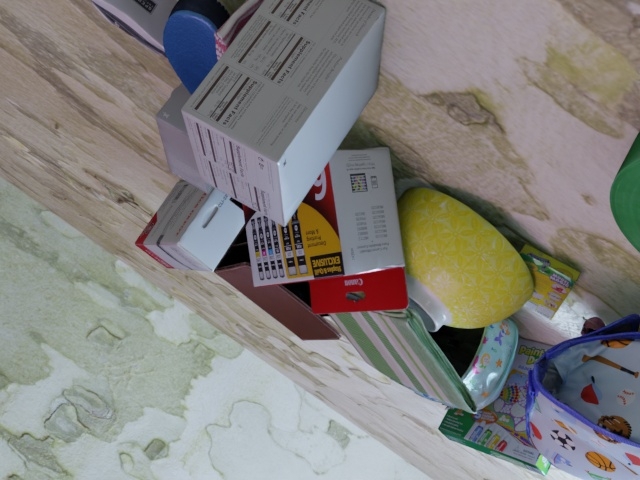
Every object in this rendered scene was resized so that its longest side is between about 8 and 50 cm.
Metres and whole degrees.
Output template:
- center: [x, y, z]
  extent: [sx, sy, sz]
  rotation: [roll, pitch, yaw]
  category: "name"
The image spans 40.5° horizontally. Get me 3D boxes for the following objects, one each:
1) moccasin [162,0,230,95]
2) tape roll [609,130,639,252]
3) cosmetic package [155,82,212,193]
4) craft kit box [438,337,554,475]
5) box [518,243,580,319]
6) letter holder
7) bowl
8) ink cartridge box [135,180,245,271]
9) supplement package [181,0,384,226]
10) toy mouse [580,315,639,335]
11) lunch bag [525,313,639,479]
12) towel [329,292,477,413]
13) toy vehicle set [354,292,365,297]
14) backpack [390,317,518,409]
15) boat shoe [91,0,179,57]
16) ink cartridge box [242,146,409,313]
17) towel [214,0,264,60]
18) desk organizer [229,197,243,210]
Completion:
- center: [-0.156, -0.284, 1.338]
  extent: [0.138, 0.116, 0.342]
  rotation: [24, 164, 9]
  category: "moccasin"
- center: [0.500, -0.027, 0.992]
  extent: [0.321, 0.077, 0.321]
  rotation: [29, 161, 11]
  category: "tape roll"
- center: [-0.228, -0.202, 1.645]
  extent: [0.107, 0.127, 0.238]
  rotation: [31, 163, 6]
  category: "cosmetic package"
- center: [0.394, 0.319, 1.746]
  extent: [0.250, 0.246, 0.061]
  rotation: [9, 148, 49]
  category: "craft kit box"
- center: [0.374, 0.068, 1.479]
  extent: [0.105, 0.043, 0.179]
  rotation: [29, 163, 13]
  category: "box"
- center: [-0.067, 0.096, 2.086]
  extent: [0.302, 0.152, 0.214]
  rotation: [40, 158, -19]
  category: "letter holder"
- center: [0.202, 0.062, 1.493]
  extent: [0.289, 0.156, 0.289]
  rotation: [39, 164, 14]
  category: "bowl"
- center: [-0.297, -0.038, 2.043]
  extent: [0.114, 0.197, 0.273]
  rotation: [40, 160, -25]
  category: "ink cartridge box"
- center: [-0.043, -0.189, 1.167]
  extent: [0.145, 0.262, 0.204]
  rotation: [30, 161, 11]
  category: "supplement package"
- center: [0.505, 0.166, 1.509]
  extent: [0.161, 0.031, 0.143]
  rotation: [26, 161, -10]
  category: "toy mouse"
- center: [0.527, 0.280, 1.394]
  extent: [0.386, 0.239, 0.328]
  rotation: [5, 153, 15]
  category: "lunch bag"
- center: [0.132, 0.191, 1.615]
  extent: [0.248, 0.038, 0.325]
  rotation: [55, 159, -23]
  category: "towel"
- center: [0.092, 0.081, 1.739]
  extent: [0.267, 0.035, 0.166]
  rotation: [46, 152, 37]
  category: "toy vehicle set"
- center: [0.277, 0.225, 1.733]
  extent: [0.191, 0.225, 0.253]
  rotation: [30, 166, -22]
  category: "backpack"
- center: [-0.317, -0.395, 1.358]
  extent: [0.301, 0.108, 0.102]
  rotation: [37, 164, -23]
  category: "boat shoe"
- center: [0.000, 0.000, 1.505]
  extent: [0.130, 0.271, 0.309]
  rotation: [-7, 177, -32]
  category: "ink cartridge box"
- center: [-0.087, -0.274, 1.211]
  extent: [0.029, 0.144, 0.197]
  rotation: [34, 161, 11]
  category: "towel"
- center: [-0.195, -0.123, 1.899]
  extent: [0.130, 0.050, 0.047]
  rotation: [39, 160, -17]
  category: "desk organizer"
